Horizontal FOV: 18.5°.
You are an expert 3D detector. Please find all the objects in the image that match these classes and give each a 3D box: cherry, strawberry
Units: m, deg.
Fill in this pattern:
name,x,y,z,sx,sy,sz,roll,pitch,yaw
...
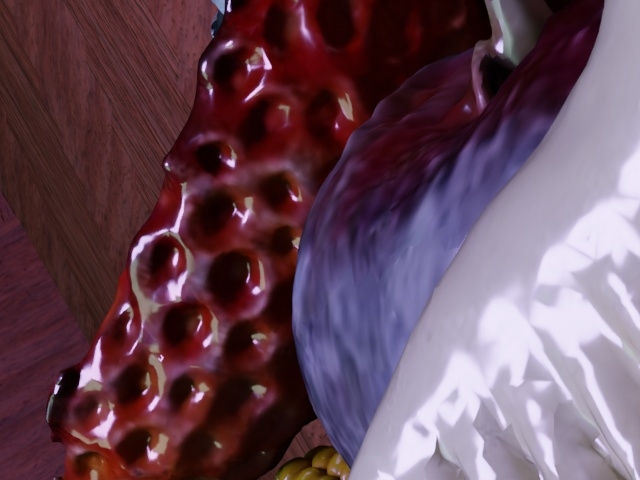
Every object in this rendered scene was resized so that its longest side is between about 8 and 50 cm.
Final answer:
name,x,y,z,sx,sy,sz,roll,pitch,yaw
cherry,0.120,0.019,0.586,0.296,0.218,0.255,46,140,-14
strawberry,0.006,-0.015,0.879,0.150,0.280,0.253,23,139,5

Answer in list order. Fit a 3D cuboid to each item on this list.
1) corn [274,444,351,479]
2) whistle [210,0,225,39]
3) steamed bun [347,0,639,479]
name,x,y,z,sx,sy,sz,roll,pitch,yaw
corn,0.093,0.159,0.783,0.313,0.102,0.102,16,136,42
whistle,-0.051,-0.190,1.102,0.062,0.062,0.312,48,159,42
steamed bun,0.193,0.062,0.322,0.394,0.237,0.346,-22,71,48
